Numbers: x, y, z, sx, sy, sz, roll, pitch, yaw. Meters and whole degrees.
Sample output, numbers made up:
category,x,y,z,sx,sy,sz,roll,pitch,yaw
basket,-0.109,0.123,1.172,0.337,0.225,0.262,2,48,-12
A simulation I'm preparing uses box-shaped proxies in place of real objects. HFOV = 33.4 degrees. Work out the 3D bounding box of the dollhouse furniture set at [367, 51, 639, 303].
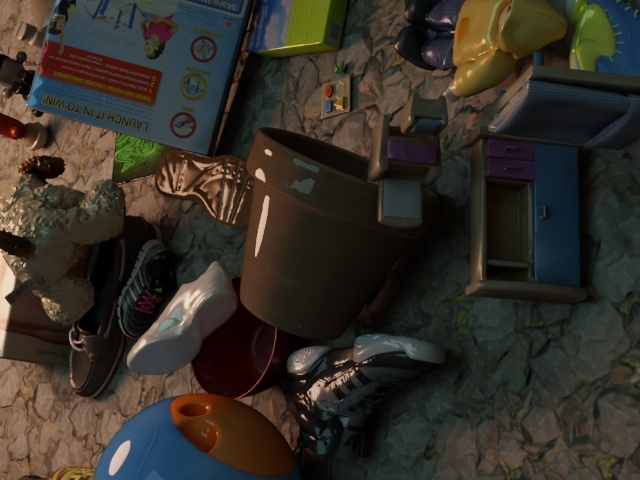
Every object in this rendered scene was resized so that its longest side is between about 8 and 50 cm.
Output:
category,x,y,z,sx,sy,sz,roll,pitch,yaw
dollhouse furniture set,0.226,-0.065,1.141,0.303,0.286,0.198,131,142,-71

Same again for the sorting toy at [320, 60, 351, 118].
category,x,y,z,sx,sy,sz,roll,pitch,yaw
sorting toy,0.022,-0.230,1.624,0.062,0.012,0.083,-12,70,41

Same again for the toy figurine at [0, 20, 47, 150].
category,x,y,z,sx,sy,sz,roll,pitch,yaw
toy figurine,-0.567,-0.306,2.113,0.213,0.148,0.209,-33,52,35

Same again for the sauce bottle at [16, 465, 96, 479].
category,x,y,z,sx,sy,sz,roll,pitch,yaw
sauce bottle,-0.389,0.426,1.749,0.344,0.111,0.111,-8,72,40

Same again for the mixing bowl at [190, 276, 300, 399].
category,x,y,z,sx,sy,sz,roll,pitch,yaw
mixing bowl,-0.097,0.151,1.565,0.181,0.098,0.181,-15,67,39

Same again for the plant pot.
category,x,y,z,sx,sy,sz,roll,pitch,yaw
plant pot,0.000,0.000,1.417,0.263,0.263,0.229,33,107,43

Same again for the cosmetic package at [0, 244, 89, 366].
category,x,y,z,sx,sy,sz,roll,pitch,yaw
cosmetic package,-0.529,0.074,1.955,0.129,0.153,0.296,0,79,42

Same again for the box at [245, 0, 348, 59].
category,x,y,z,sx,sy,sz,roll,pitch,yaw
box,-0.038,-0.348,1.692,0.178,0.042,0.109,2,79,44

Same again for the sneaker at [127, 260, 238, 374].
category,x,y,z,sx,sy,sz,roll,pitch,yaw
sneaker,-0.203,0.114,1.567,0.212,0.080,0.094,-40,42,20

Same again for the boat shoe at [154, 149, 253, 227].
category,x,y,z,sx,sy,sz,roll,pitch,yaw
boat shoe,-0.145,-0.083,1.689,0.285,0.089,0.105,23,96,42

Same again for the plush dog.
category,x,y,z,sx,sy,sz,roll,pitch,yaw
plush dog,-0.470,-0.018,1.765,0.225,0.210,0.262,38,110,49

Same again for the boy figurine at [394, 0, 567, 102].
category,x,y,z,sx,sy,sz,roll,pitch,yaw
boy figurine,0.202,-0.261,1.360,0.285,0.092,0.177,24,95,65

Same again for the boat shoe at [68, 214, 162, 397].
category,x,y,z,sx,sy,sz,roll,pitch,yaw
boat shoe,-0.382,0.110,1.845,0.112,0.095,0.335,27,97,44

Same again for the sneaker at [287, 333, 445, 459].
category,x,y,z,sx,sy,sz,roll,pitch,yaw
sneaker,0.060,0.210,1.406,0.268,0.101,0.153,-16,68,46

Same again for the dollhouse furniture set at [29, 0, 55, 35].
category,x,y,z,sx,sy,sz,roll,pitch,yaw
dollhouse furniture set,-0.376,-0.421,1.922,0.242,0.212,0.161,-27,58,5

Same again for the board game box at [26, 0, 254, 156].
category,x,y,z,sx,sy,sz,roll,pitch,yaw
board game box,-0.287,-0.320,1.749,0.086,0.308,0.302,-106,32,-88

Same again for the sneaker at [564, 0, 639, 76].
category,x,y,z,sx,sy,sz,roll,pitch,yaw
sneaker,0.359,-0.246,1.282,0.126,0.091,0.240,-2,62,12

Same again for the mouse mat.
category,x,y,z,sx,sy,sz,roll,pitch,yaw
mouse mat,-0.313,-0.185,1.929,0.189,0.007,0.153,-10,72,42

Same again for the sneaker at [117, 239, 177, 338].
category,x,y,z,sx,sy,sz,roll,pitch,yaw
sneaker,-0.285,0.084,1.784,0.075,0.063,0.170,12,82,50

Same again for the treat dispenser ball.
category,x,y,z,sx,sy,sz,roll,pitch,yaw
treat dispenser ball,-0.165,0.350,1.438,0.288,0.288,0.288,-14,69,40
